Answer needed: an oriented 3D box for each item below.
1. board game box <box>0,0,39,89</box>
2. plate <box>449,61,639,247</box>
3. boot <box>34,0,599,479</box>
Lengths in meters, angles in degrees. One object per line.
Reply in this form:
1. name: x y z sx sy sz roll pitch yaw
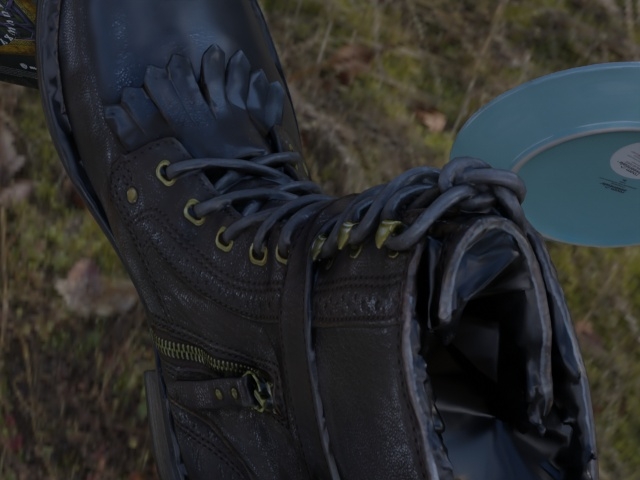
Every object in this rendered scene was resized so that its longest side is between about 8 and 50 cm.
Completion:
1. board game box: -0.194 -0.129 0.745 0.186 0.126 0.026 14 61 21
2. plate: 0.166 -0.036 0.859 0.188 0.188 0.024 9 60 -8
3. boot: 0.000 0.000 0.454 0.091 0.229 0.262 -16 93 -21
